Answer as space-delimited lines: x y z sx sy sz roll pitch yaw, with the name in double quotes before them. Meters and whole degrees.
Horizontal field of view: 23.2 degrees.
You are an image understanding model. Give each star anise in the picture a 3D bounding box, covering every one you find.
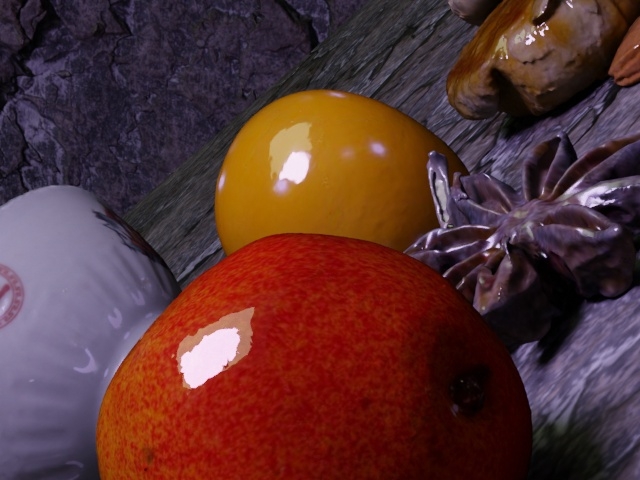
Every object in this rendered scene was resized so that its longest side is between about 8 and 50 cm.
"star anise" 0.134 -0.002 1.025 0.230 0.081 0.262 -45 22 -6

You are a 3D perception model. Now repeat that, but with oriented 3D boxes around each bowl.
"bowl" -0.198 0.130 1.385 0.158 0.337 0.337 13 44 27

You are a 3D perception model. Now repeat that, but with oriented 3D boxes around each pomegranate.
"pomegranate" -0.014 0.113 0.804 0.257 0.221 0.221 -44 7 41

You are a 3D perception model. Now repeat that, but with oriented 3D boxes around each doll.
"doll" 0.000 0.000 1.235 0.236 0.213 0.213 -61 15 -14

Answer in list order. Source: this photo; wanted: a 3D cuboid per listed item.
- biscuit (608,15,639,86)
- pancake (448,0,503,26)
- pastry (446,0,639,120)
"biscuit" 0.290 -0.172 1.238 0.186 0.036 0.192 -49 11 -20
"pancake" 0.288 -0.346 1.606 0.387 0.082 0.387 -37 -7 -5
"pastry" 0.214 -0.195 1.430 0.229 0.100 0.218 -53 10 -23
